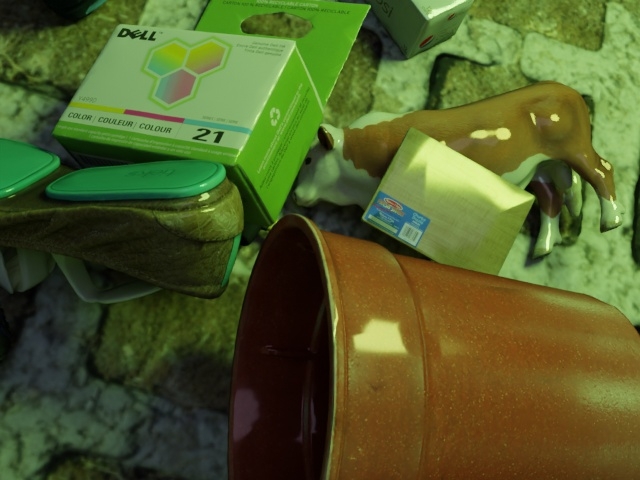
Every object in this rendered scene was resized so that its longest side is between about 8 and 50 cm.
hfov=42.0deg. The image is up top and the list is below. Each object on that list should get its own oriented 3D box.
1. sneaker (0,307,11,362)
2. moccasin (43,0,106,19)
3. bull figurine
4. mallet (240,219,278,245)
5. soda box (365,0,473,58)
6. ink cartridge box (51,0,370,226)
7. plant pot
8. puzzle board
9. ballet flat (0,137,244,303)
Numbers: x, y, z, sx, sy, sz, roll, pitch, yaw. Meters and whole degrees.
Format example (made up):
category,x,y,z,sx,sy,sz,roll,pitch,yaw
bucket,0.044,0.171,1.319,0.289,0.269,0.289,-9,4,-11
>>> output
category,x,y,z,sx,sy,sz,roll,pitch,yaw
sneaker,-0.346,0.037,0.682,0.221,0.083,0.087,36,80,10
moccasin,-0.178,-0.365,0.846,0.137,0.117,0.342,37,71,17
bull figurine,0.134,-0.058,0.794,0.310,0.101,0.188,-18,81,-11
mallet,0.000,0.000,0.782,0.189,0.039,0.062,22,70,-7
soda box,0.069,-0.307,0.890,0.069,0.074,0.216,-30,78,-20
ink cartridge box,-0.090,-0.156,0.750,0.188,0.097,0.255,11,64,24
plant pot,0.088,0.131,0.639,0.265,0.272,0.272,7,68,-18
puzzle board,0.112,-0.028,0.728,0.128,0.011,0.096,29,78,-1
ballet flat,-0.212,-0.011,0.680,0.342,0.124,0.116,7,27,22
